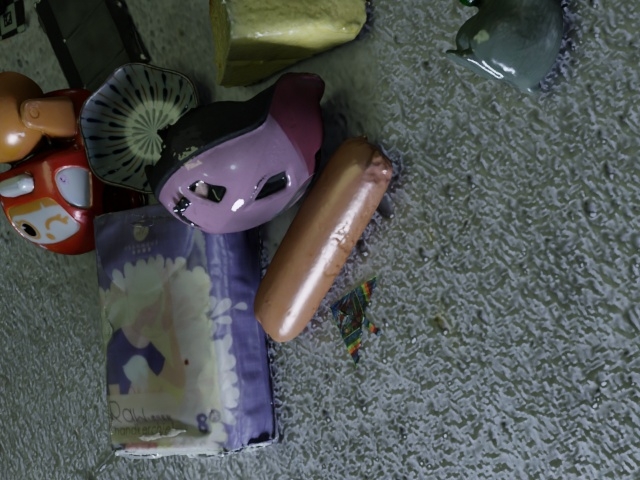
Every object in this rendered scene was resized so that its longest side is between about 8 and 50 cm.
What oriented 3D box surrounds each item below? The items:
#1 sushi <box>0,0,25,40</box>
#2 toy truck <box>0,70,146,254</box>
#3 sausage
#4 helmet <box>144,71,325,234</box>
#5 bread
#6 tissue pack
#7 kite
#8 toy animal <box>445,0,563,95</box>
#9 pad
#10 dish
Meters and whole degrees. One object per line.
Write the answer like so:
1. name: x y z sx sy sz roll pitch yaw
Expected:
1. sushi: -0.575 -0.434 2.081 0.192 0.050 0.215 -8 84 40
2. toy truck: -0.402 -0.109 1.807 0.189 0.239 0.265 -13 83 39
3. sausage: 0.000 -0.001 1.565 0.086 0.086 0.289 44 118 32
4. helmet: -0.085 -0.092 1.526 0.198 0.253 0.154 -46 62 49
5. bread: -0.064 -0.350 1.630 0.236 0.198 0.263 144 119 -71
6. tissue pack: -0.186 0.120 1.696 0.242 0.125 0.344 -8 87 39
7. kite: 0.044 0.096 1.577 0.090 0.004 0.122 27 107 38
8. toy animal: 0.229 -0.281 1.375 0.236 0.138 0.108 -60 11 -5
9. pad: -0.352 -0.317 1.910 0.174 0.022 0.233 -41 66 33
10. dish: -0.242 -0.155 1.763 0.190 0.066 0.191 -1 87 12
